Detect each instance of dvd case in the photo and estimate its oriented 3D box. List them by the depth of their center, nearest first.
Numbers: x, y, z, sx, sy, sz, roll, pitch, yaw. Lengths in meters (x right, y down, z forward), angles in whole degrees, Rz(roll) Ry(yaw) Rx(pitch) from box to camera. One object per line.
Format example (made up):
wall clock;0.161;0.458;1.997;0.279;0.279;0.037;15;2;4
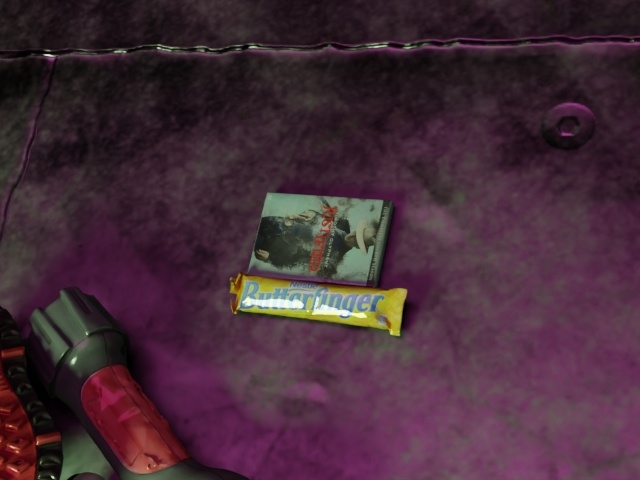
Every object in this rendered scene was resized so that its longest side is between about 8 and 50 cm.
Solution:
dvd case;0.000;0.000;1.195;0.119;0.013;0.087;6;66;18

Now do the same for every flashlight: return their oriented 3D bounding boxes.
flashlight;-0.140;0.161;1.104;0.103;0.103;0.304;-39;61;-4

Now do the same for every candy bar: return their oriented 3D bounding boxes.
candy bar;-0.004;0.053;1.162;0.161;0.018;0.040;6;90;18

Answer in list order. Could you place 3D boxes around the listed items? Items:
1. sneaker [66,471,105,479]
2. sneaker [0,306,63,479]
sneaker;-0.265;0.279;1.096;0.121;0.079;0.217;10;65;26
sneaker;-0.267;0.173;1.119;0.104;0.125;0.262;-10;44;-11
